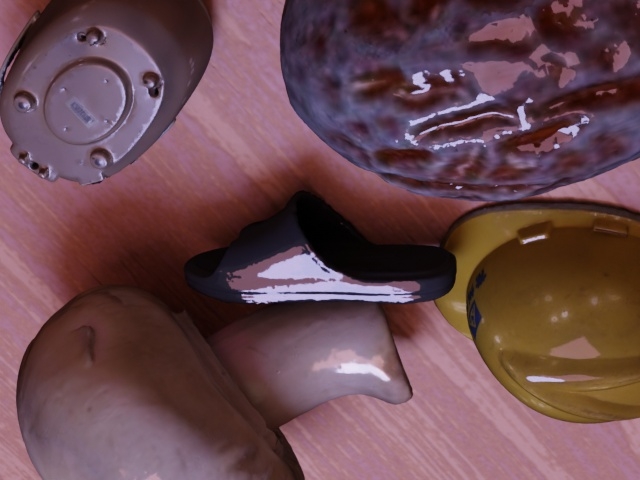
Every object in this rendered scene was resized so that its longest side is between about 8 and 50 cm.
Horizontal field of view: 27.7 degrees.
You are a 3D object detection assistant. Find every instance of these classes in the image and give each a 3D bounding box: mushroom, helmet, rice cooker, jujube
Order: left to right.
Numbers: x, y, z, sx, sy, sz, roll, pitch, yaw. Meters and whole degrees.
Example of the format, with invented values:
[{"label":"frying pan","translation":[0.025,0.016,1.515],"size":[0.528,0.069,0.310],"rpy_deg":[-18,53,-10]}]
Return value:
[{"label":"rice cooker","translation":[-0.179,-0.135,1.061],"size":[0.145,0.127,0.206],"rpy_deg":[38,117,-16]},{"label":"mushroom","translation":[-0.108,0.189,1.196],"size":[0.356,0.315,0.315],"rpy_deg":[12,130,-10]},{"label":"jujube","translation":[0.122,-0.153,0.900],"size":[0.308,0.246,0.215],"rpy_deg":[-15,126,11]},{"label":"helmet","translation":[0.221,0.085,1.135],"size":[0.256,0.140,0.205],"rpy_deg":[11,129,1]}]

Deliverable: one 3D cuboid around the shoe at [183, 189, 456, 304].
[{"label":"shoe","translation":[0.000,0.000,1.144],"size":[0.241,0.108,0.093],"rpy_deg":[2,108,13]}]
